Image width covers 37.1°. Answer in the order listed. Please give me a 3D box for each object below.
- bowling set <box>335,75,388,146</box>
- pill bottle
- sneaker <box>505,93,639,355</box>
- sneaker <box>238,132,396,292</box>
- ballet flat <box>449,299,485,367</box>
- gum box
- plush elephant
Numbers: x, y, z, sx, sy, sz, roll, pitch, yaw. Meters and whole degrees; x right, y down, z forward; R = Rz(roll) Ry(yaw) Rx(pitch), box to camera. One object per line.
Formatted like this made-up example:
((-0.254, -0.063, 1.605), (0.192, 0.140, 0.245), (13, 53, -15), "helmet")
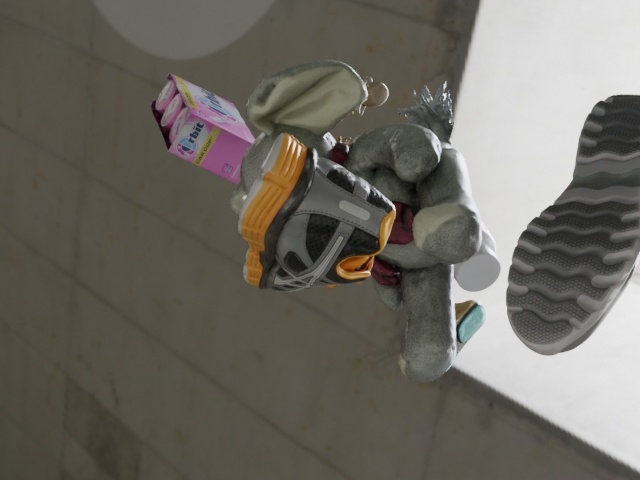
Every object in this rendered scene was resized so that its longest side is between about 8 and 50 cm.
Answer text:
((-0.013, -0.164, 1.654), (0.154, 0.200, 0.286), (12, -92, 66), "bowling set")
((0.252, 0.007, 1.708), (0.180, 0.108, 0.108), (-113, -143, -52), "pill bottle")
((0.264, -0.002, 0.878), (0.105, 0.281, 0.115), (13, -32, 37), "sneaker")
((0.000, 0.000, 0.618), (0.083, 0.215, 0.084), (23, -97, 5), "sneaker")
((0.219, 0.174, 1.697), (0.073, 0.232, 0.080), (3, -69, 33), "ballet flat")
((-0.163, -0.160, 1.317), (0.062, 0.107, 0.188), (-57, -152, 15), "gum box")
((0.022, -0.046, 1.035), (0.271, 0.256, 0.329), (92, -1, -56), "plush elephant")
